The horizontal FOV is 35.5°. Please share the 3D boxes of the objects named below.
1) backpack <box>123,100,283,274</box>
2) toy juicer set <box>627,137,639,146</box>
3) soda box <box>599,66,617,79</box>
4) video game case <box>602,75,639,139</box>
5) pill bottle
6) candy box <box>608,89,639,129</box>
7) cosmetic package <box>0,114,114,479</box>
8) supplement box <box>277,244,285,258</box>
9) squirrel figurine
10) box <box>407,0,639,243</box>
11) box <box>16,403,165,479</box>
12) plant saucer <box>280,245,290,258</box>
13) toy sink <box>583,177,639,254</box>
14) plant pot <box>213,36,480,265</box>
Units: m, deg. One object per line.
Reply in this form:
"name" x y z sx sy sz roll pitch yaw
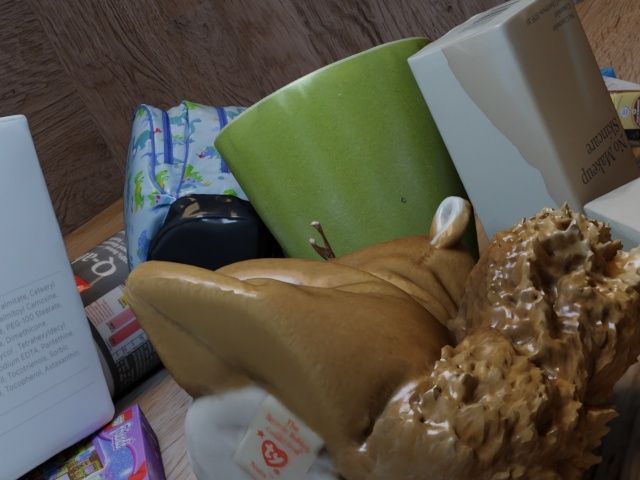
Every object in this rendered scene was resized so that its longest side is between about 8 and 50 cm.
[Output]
"backpack" -0.168 -0.048 1.404 0.273 0.290 0.356 11 44 1
"toy juicer set" 0.289 -0.078 1.310 0.329 0.090 0.209 -23 29 -39
"soda box" 0.407 -0.215 1.690 0.210 0.067 0.071 -32 15 -17
"video game case" 0.337 -0.172 1.525 0.269 0.061 0.244 -32 35 -21
"pill bottle" -0.332 0.124 1.531 0.363 0.210 0.210 -36 16 -33
"candy box" 0.455 -0.178 1.343 0.186 0.053 0.109 -4 10 -10
"cosmetic package" -0.504 0.096 1.154 0.329 0.394 0.327 -9 10 32
"supplement box" -0.043 0.038 1.527 0.080 0.104 0.188 -34 15 -28
"squirrel figurine" 0.085 0.104 0.848 0.396 0.281 0.370 -1 15 31
"box" 0.229 -0.084 1.024 0.121 0.311 0.148 -13 20 46
"box" -0.271 0.295 1.107 0.200 0.057 0.293 -29 14 -7
"plant saucer" 0.032 0.003 1.418 0.195 0.195 0.037 -35 -15 -30
"toy sink" 0.347 0.010 0.842 0.152 0.131 0.234 -27 10 1
"plant pot" 0.064 -0.035 1.138 0.274 0.294 0.275 -25 -3 -2
